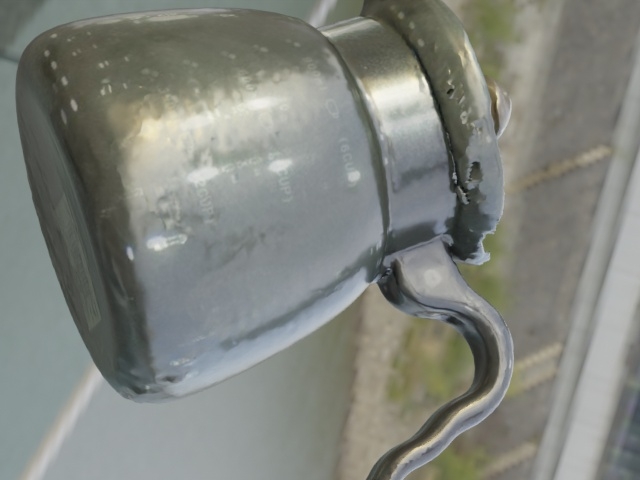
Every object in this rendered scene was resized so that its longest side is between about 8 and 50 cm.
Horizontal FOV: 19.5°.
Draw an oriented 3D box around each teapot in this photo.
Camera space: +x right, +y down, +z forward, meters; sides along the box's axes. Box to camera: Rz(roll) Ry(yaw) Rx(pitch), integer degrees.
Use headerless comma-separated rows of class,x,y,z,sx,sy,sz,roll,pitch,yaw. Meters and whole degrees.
teapot,-0.001,-0.017,1.074,0.285,0.305,0.223,-18,146,-16
